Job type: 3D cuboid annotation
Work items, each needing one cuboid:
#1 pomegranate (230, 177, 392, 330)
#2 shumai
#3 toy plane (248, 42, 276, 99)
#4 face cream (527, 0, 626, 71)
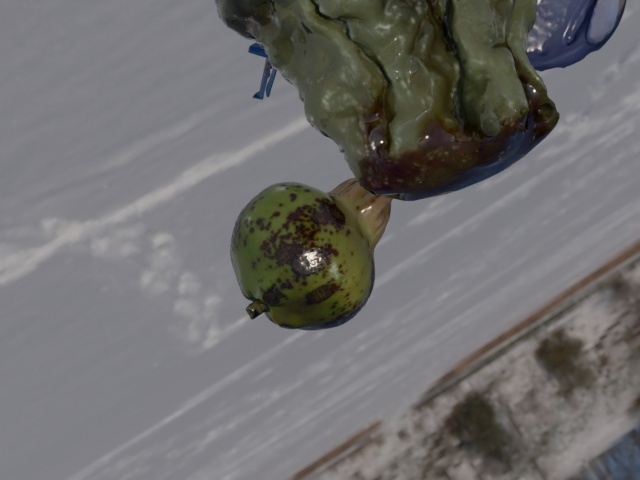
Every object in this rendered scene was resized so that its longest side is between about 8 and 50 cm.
[{"bbox_3d":[0.010,0.011,1.749,0.276,0.204,0.222,-18,144,3],"label":"pomegranate"},{"bbox_3d":[0.101,-0.214,1.321,0.397,0.323,0.324,-6,159,-33],"label":"shumai"},{"bbox_3d":[-0.056,-0.357,1.974,0.271,0.105,0.254,-77,-174,-48],"label":"toy plane"},{"bbox_3d":[0.350,-0.411,1.949,0.249,0.249,0.225,-34,-165,14],"label":"face cream"}]
